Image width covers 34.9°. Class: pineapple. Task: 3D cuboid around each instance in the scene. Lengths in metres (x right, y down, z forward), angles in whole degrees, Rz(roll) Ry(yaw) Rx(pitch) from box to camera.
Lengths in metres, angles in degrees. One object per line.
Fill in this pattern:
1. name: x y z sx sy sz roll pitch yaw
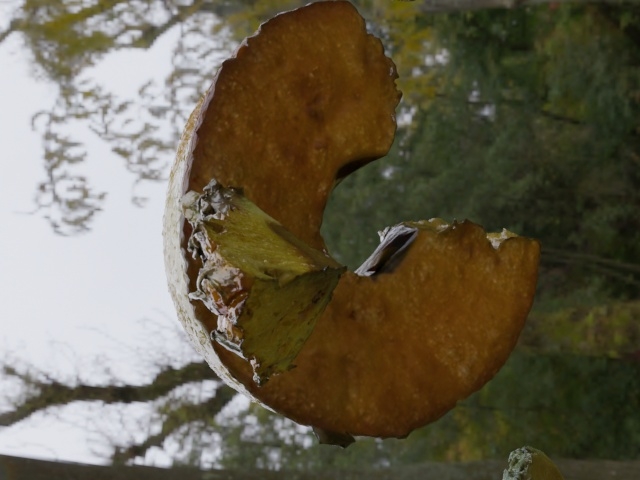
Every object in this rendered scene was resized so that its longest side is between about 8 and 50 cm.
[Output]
1. pineapple: -0.037 0.008 0.535 0.114 0.077 0.114 55 179 25

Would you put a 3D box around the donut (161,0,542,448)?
1. donut: 0.000 0.000 1.064 0.378 0.163 0.435 -39 -78 -28

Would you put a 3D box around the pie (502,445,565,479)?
1. pie: 0.110 0.144 0.504 0.084 0.020 0.084 39 -141 -42
